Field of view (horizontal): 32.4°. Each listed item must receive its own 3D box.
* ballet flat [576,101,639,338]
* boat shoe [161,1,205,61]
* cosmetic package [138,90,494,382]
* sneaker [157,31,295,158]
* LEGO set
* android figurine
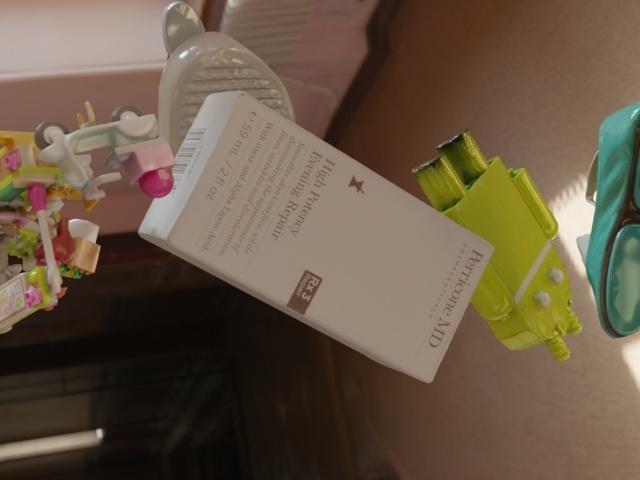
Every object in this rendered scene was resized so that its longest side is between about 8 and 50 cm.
[{"bbox_3d":[0.312,-0.022,1.146,0.087,0.083,0.247,5,84,61],"label":"ballet flat"},{"bbox_3d":[-0.207,-0.276,1.647,0.083,0.065,0.183,32,147,48],"label":"boat shoe"},{"bbox_3d":[0.000,0.000,0.786,0.117,0.231,0.085,-64,23,-6],"label":"cosmetic package"},{"bbox_3d":[-0.106,-0.093,1.099,0.150,0.135,0.366,47,165,28],"label":"sneaker"},{"bbox_3d":[-0.188,0.011,0.750,0.287,0.132,0.107,138,120,-63],"label":"LEGO set"},{"bbox_3d":[0.207,0.010,1.233,0.056,0.248,0.273,-30,96,33],"label":"android figurine"}]
